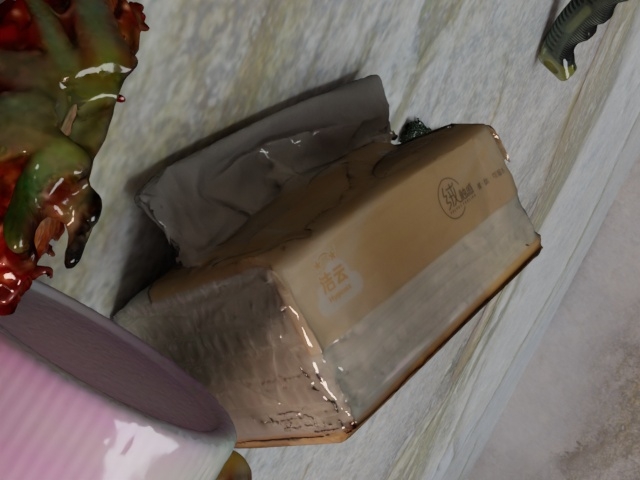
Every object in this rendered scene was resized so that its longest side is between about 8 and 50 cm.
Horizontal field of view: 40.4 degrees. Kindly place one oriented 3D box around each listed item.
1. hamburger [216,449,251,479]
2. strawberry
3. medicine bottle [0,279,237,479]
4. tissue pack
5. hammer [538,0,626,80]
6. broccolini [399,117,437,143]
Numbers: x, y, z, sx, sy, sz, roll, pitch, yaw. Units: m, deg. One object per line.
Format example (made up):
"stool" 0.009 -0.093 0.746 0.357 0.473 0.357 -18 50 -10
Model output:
"hamburger" -0.134 0.328 0.845 0.261 0.186 0.302 -52 166 -10
"strawberry" -0.153 -0.037 0.429 0.208 0.087 0.167 -37 -144 60
"medicine bottle" -0.229 0.216 0.470 0.388 0.219 0.219 -58 157 -1
"tissue pack" 0.000 0.000 0.719 0.305 0.238 0.238 -34 148 -43
"hammer" 0.355 -0.303 1.115 0.041 0.159 0.226 -39 171 -34
"broccolini" 0.126 -0.117 1.005 0.035 0.030 0.140 -55 163 16
